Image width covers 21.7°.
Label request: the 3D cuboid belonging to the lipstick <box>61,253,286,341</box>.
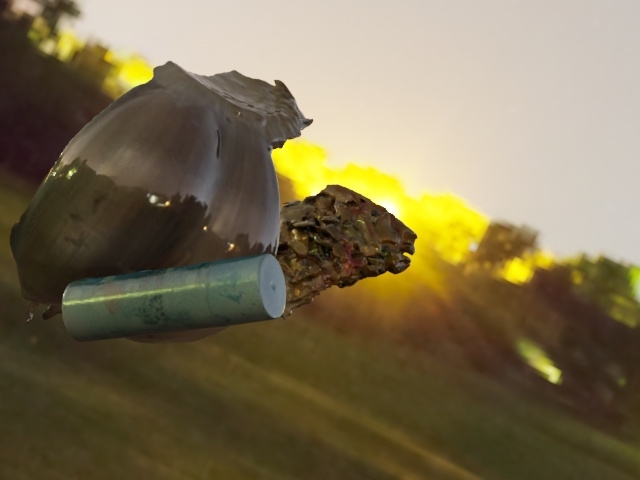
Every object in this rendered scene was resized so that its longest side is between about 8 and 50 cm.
[{"bbox_3d":[-0.105,0.042,1.187,0.158,0.048,0.048,-8,-19,22],"label":"lipstick"}]

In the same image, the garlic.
[{"bbox_3d":[-0.139,-0.026,1.350,0.210,0.292,0.237,34,4,-24],"label":"garlic"}]

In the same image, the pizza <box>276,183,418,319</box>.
[{"bbox_3d":[0.000,0.000,1.877,0.226,0.069,0.147,-18,53,-33],"label":"pizza"}]
